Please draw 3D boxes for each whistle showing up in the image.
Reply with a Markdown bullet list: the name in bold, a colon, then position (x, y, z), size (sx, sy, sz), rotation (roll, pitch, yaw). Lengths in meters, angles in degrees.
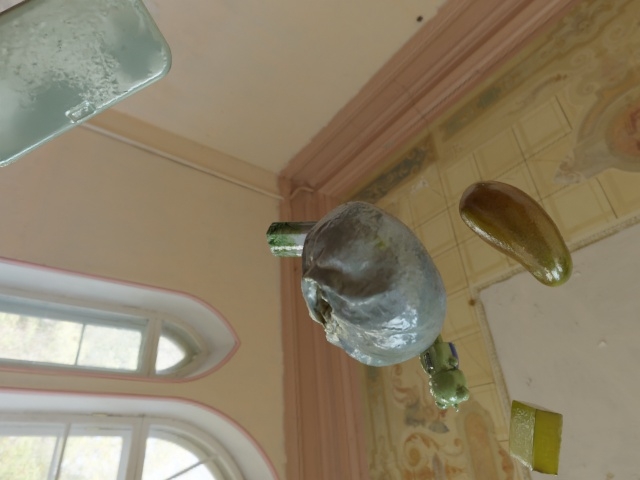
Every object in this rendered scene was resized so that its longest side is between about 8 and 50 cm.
- **whistle**: position (0.289, 0.293, 1.038), size (0.105, 0.085, 0.227), rotation (-53, -143, 46)

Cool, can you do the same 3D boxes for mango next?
- **mango**: position (0.334, -0.018, 0.743), size (0.099, 0.136, 0.227), rotation (-34, -119, -5)

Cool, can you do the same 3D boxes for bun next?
- **bun**: position (0.083, 0.100, 0.900), size (0.362, 0.211, 0.361), rotation (48, -25, 30)

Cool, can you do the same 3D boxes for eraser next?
- **eraser**: position (0.362, 0.330, 0.736), size (0.122, 0.045, 0.097), rotation (67, 33, -74)

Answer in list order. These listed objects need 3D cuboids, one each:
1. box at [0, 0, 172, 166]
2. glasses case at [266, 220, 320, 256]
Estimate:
- **box**: position (-0.481, -0.328, 0.784), size (0.352, 0.177, 0.344), rotation (-35, -143, -8)
- **glasses case**: position (0.000, 0.000, 1.132), size (0.273, 0.095, 0.062), rotation (-1, -144, 20)
